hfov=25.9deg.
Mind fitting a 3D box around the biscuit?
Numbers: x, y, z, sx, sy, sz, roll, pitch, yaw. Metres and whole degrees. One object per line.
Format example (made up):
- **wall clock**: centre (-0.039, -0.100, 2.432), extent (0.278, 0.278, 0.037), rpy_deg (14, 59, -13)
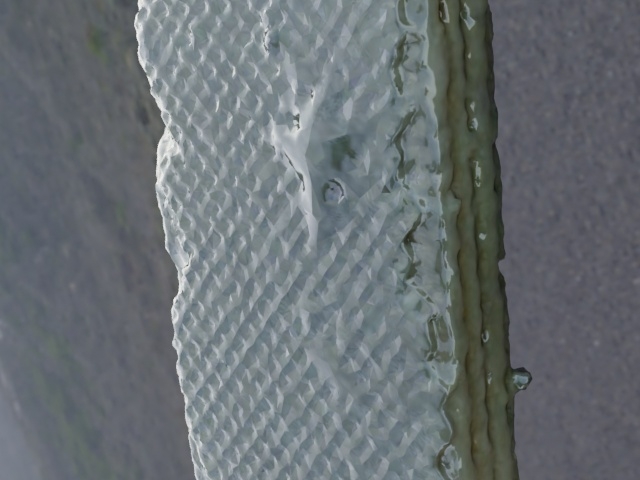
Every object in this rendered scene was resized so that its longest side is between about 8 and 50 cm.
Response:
- **biscuit**: centre (0.000, 0.000, 0.397), extent (0.121, 0.041, 0.199), rpy_deg (6, 106, 45)
